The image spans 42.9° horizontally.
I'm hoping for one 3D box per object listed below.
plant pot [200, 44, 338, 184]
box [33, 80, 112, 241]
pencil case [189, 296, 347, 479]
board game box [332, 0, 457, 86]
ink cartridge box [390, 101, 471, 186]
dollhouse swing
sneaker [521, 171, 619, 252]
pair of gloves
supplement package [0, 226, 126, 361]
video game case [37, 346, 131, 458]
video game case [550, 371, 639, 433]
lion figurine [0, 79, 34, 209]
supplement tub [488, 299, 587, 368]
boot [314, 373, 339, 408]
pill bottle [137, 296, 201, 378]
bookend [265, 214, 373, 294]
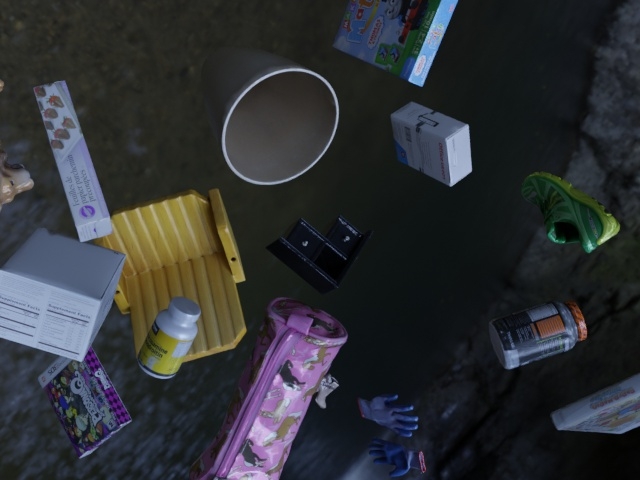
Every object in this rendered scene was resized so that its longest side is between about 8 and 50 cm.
[{"bbox_3d":[-0.140,-0.293,1.696,0.256,0.274,0.256,-19,132,-22],"label":"plant pot"},{"bbox_3d":[-0.463,-0.153,1.519,0.063,0.324,0.067,-17,155,-15],"label":"box"},{"bbox_3d":[-0.092,0.287,1.439,0.386,0.160,0.167,-65,-156,12],"label":"pencil case"},{"bbox_3d":[0.119,-0.360,1.328,0.039,0.211,0.160,9,109,-40],"label":"board game box"},{"bbox_3d":[0.284,-0.249,2.082,0.086,0.203,0.148,-34,134,-23],"label":"ink cartridge box"},{"bbox_3d":[-0.382,0.102,2.109,0.347,0.305,0.315,-15,133,-2],"label":"dollhouse swing"},{"bbox_3d":[0.543,-0.067,1.859,0.123,0.295,0.109,-47,123,2],"label":"sneaker"},{"bbox_3d":[0.151,0.410,1.709,0.023,0.159,0.198,-23,103,-40],"label":"pair of gloves"},{"bbox_3d":[-0.547,0.105,1.703,0.262,0.204,0.145,-95,-155,-71],"label":"supplement package"},{"bbox_3d":[-0.570,0.378,1.951,0.210,0.232,0.042,-39,167,36],"label":"video game case"},{"bbox_3d":[0.421,0.189,1.007,0.206,0.026,0.227,-34,149,28],"label":"video game case"},{"bbox_3d":[-0.578,-0.225,1.264,0.142,0.240,0.392,-11,142,1],"label":"lion figurine"},{"bbox_3d":[0.477,0.203,1.791,0.190,0.117,0.117,-17,158,-1],"label":"supplement tub"},{"bbox_3d":[0.018,0.460,2.497,0.087,0.042,0.118,-30,126,6],"label":"boot"},{"bbox_3d":[-0.353,0.227,1.917,0.103,0.103,0.184,-14,136,-62],"label":"pill bottle"},{"bbox_3d":[0.000,0.000,1.669,0.157,0.156,0.072,-55,-168,-29],"label":"bookend"}]
